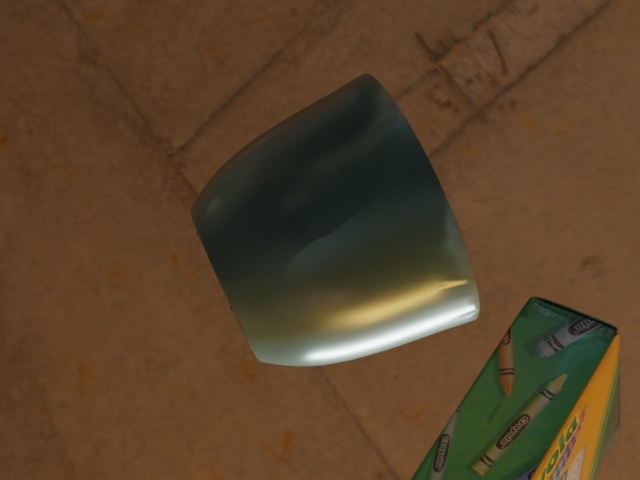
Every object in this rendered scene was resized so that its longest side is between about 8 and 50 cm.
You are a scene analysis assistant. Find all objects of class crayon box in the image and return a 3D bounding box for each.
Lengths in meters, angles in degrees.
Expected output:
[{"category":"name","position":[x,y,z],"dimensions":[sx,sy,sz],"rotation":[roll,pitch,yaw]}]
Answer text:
[{"category":"crayon box","position":[0.145,0.203,0.791],"dimensions":[0.081,0.165,0.278],"rotation":[22,-120,31]}]

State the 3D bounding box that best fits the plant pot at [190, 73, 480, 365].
[{"category":"plant pot","position":[0.000,0.000,1.069],"dimensions":[0.235,0.293,0.293],"rotation":[-24,-99,-4]}]
